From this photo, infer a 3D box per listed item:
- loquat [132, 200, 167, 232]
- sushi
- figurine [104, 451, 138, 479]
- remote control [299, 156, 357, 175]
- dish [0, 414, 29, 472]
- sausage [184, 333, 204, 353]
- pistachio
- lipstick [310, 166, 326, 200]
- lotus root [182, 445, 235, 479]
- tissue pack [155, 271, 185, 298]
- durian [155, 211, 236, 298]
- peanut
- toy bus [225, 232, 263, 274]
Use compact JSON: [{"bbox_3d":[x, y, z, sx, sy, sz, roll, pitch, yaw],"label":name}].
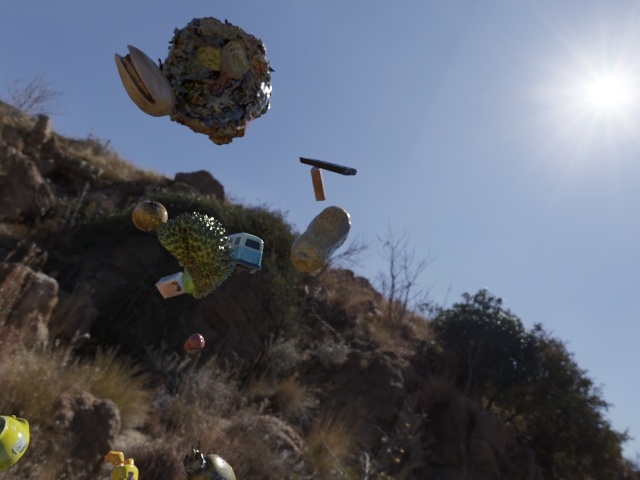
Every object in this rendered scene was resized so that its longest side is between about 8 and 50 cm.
[{"bbox_3d":[-0.766,-0.108,2.084,0.163,0.137,0.163,-14,-37,-11],"label":"loquat"},{"bbox_3d":[-0.353,-0.540,1.545,0.418,0.417,0.176,25,5,3],"label":"sushi"},{"bbox_3d":[-0.724,0.963,1.734,0.343,0.187,0.215,48,0,43],"label":"figurine"},{"bbox_3d":[0.021,-0.246,1.516,0.063,0.025,0.245,-5,20,-37],"label":"remote control"},{"bbox_3d":[-0.808,0.489,1.140,0.149,0.207,0.080,-7,-62,-11],"label":"dish"},{"bbox_3d":[-0.417,0.341,1.530,0.059,0.054,0.094,5,-29,-28],"label":"sausage"},{"bbox_3d":[-0.533,-0.479,1.412,0.126,0.152,0.223,-29,-65,9],"label":"pistachio"},{"bbox_3d":[-0.008,-0.245,2.005,0.045,0.045,0.145,-1,-61,17],"label":"lipstick"},{"bbox_3d":[-0.412,0.858,1.690,0.154,0.154,0.278,9,-42,35],"label":"lotus root"},{"bbox_3d":[-0.534,0.162,1.675,0.094,0.058,0.074,-19,-67,18],"label":"tissue pack"},{"bbox_3d":[-0.335,0.027,1.275,0.237,0.176,0.200,55,-28,4],"label":"durian"},{"bbox_3d":[0.002,0.004,1.689,0.143,0.291,0.159,23,-35,23],"label":"peanut"},{"bbox_3d":[-0.375,0.056,2.058,0.133,0.164,0.271,22,-18,-37],"label":"toy bus"}]
